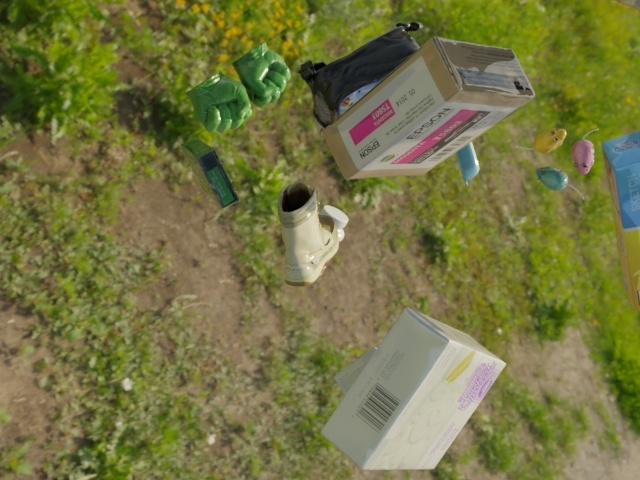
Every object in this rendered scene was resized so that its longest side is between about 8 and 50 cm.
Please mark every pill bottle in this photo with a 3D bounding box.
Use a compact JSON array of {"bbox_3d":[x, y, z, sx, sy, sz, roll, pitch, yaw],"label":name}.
[{"bbox_3d":[0.000,0.000,1.902,0.086,0.152,0.086,26,22,-11],"label":"pill bottle"}]

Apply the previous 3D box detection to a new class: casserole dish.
[{"bbox_3d":[0.275,-0.200,1.641,0.114,0.037,0.188,-50,122,-79],"label":"casserole dish"}]

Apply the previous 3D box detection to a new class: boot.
[{"bbox_3d":[-0.022,-0.036,1.530,0.213,0.077,0.165,-61,148,-55],"label":"boot"}]

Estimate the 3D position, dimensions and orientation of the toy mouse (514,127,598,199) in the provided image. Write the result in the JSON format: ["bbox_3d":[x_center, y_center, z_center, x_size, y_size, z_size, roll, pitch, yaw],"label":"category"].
[{"bbox_3d":[0.441,-0.137,1.515,0.031,0.161,0.143,-13,80,-53],"label":"toy mouse"}]

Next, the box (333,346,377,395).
[{"bbox_3d":[0.100,0.275,1.573,0.087,0.102,0.101,55,2,37],"label":"box"}]

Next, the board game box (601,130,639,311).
[{"bbox_3d":[0.555,-0.045,1.223,0.064,0.242,0.316,-95,163,-47],"label":"board game box"}]

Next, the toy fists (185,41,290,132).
[{"bbox_3d":[-0.194,-0.378,2.100,0.279,0.096,0.142,-39,105,-23],"label":"toy fists"}]

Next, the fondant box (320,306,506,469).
[{"bbox_3d":[0.166,0.257,1.387,0.096,0.238,0.330,36,4,29],"label":"fondant box"}]

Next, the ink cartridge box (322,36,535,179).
[{"bbox_3d":[0.152,-0.179,1.186,0.193,0.235,0.088,-8,70,-45],"label":"ink cartridge box"}]

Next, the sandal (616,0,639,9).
[{"bbox_3d":[0.621,-0.515,1.696,0.240,0.088,0.079,19,10,-24],"label":"sandal"}]

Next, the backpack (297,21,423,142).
[{"bbox_3d":[0.110,-0.276,1.719,0.213,0.277,0.263,62,-12,17],"label":"backpack"}]

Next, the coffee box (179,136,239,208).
[{"bbox_3d":[-0.214,-0.132,1.603,0.113,0.040,0.184,65,-11,-22],"label":"coffee box"}]
